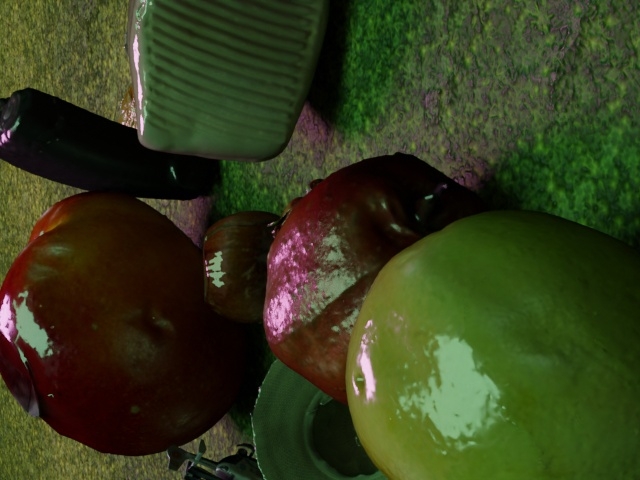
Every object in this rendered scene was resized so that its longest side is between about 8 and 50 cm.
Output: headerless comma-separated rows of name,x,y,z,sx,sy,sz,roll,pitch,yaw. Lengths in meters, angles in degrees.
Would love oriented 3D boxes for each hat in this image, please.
hat,0.049,0.227,1.469,0.110,0.252,0.252,35,-139,-73

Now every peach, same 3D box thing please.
peach,-0.315,0.136,1.812,0.406,0.310,0.335,55,144,-2
peach,0.189,0.125,1.054,0.316,0.314,0.281,34,95,42

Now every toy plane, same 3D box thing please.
toy plane,-0.127,0.329,1.760,0.053,0.197,0.078,-59,17,29

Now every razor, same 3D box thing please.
razor,-0.332,-0.133,1.854,0.189,0.327,0.107,-9,69,58

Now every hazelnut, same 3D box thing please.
hazelnut,-0.093,0.036,1.673,0.143,0.143,0.154,-40,45,55

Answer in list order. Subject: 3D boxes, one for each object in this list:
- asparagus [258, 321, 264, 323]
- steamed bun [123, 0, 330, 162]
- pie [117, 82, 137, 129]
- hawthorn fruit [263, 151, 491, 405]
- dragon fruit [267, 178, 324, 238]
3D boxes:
asparagus,-0.101,0.070,1.799,0.014,0.015,0.114,68,-177,-66
steamed bun,-0.119,-0.305,1.559,0.236,0.247,0.383,-115,30,-65
pie,-0.297,-0.177,2.065,0.187,0.041,0.186,17,109,58
hawthorn fruit,0.072,0.029,1.262,0.300,0.254,0.254,117,138,-59
dragon fruit,0.000,0.000,1.518,0.138,0.142,0.175,52,-127,-84
